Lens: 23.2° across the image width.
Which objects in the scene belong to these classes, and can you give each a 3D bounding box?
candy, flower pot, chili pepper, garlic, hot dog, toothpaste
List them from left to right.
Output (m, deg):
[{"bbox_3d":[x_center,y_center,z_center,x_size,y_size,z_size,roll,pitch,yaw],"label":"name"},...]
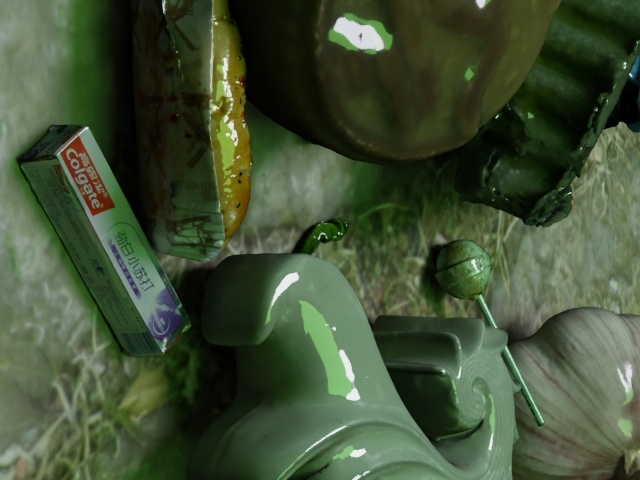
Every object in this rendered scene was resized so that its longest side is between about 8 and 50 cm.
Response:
[{"bbox_3d":[-0.161,0.004,1.183,0.047,0.040,0.196,-50,130,-36],"label":"toothpaste"},{"bbox_3d":[-0.101,-0.107,1.185,0.069,0.131,0.252,-6,96,-26],"label":"hot dog"},{"bbox_3d":[0.000,0.000,1.392,0.027,0.022,0.083,49,53,-2],"label":"chili pepper"},{"bbox_3d":[0.029,0.167,1.337,0.368,0.165,0.254,22,72,-50],"label":"flower pot"},{"bbox_3d":[0.174,0.091,1.538,0.061,0.061,0.202,-27,90,-45],"label":"candy"},{"bbox_3d":[0.295,0.207,1.595,0.245,0.253,0.245,-9,123,-14],"label":"garlic"}]

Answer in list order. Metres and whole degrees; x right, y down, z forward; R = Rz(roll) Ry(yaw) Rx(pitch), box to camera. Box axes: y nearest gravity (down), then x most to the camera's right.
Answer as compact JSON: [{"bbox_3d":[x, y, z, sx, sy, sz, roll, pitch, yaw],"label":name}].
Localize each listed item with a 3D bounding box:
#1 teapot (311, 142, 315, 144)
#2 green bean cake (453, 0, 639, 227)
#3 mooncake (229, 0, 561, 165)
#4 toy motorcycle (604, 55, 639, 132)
[{"bbox_3d":[0.008,-0.140,1.368,0.043,0.043,0.110,-12,100,-49],"label":"teapot"},{"bbox_3d":[0.218,-0.148,1.434,0.241,0.132,0.255,-64,177,19],"label":"green bean cake"},{"bbox_3d":[0.060,-0.198,1.239,0.284,0.155,0.284,-21,126,-31],"label":"mooncake"},{"bbox_3d":[0.400,-0.245,1.674,0.416,0.232,0.172,-46,130,-36],"label":"toy motorcycle"}]
